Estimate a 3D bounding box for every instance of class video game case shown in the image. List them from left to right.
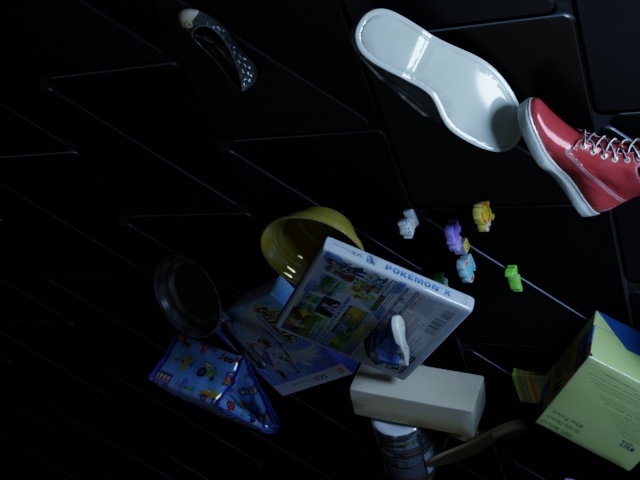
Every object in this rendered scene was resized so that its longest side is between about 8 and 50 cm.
[{"bbox_3d":[-0.086,0.220,2.088,0.244,0.061,0.269,-26,115,42],"label":"video game case"},{"bbox_3d":[0.094,0.142,1.819,0.300,0.036,0.329,23,144,-6],"label":"video game case"}]

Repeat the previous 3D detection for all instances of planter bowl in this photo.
[{"bbox_3d":[0.000,0.000,1.793,0.217,0.090,0.217,13,140,11],"label":"planter bowl"}]

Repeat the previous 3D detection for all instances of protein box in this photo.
[{"bbox_3d":[0.538,0.277,1.723,0.199,0.136,0.201,27,130,3],"label":"protein box"}]

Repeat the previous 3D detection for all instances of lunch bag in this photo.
[{"bbox_3d":[-0.236,0.375,2.254,0.221,0.138,0.293,15,152,32],"label":"lunch bag"}]

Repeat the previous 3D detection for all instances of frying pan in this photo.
[{"bbox_3d":[-0.236,0.137,2.038,0.326,0.053,0.197,17,119,30],"label":"frying pan"}]

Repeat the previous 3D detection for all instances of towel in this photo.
[{"bbox_3d":[0.507,0.299,1.874,0.237,0.021,0.102,1,137,27],"label":"towel"}]

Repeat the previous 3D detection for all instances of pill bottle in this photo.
[{"bbox_3d":[0.197,0.465,2.124,0.130,0.130,0.246,5,133,24],"label":"pill bottle"}]

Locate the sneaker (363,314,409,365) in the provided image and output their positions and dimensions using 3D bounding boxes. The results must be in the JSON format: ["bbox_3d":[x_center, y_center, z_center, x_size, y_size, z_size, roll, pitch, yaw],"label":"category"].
[{"bbox_3d":[0.121,0.193,1.792,0.084,0.058,0.152,-1,147,11],"label":"sneaker"}]

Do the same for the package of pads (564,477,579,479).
[{"bbox_3d":[0.582,0.558,2.080,0.083,0.032,0.050,7,136,23],"label":"package of pads"}]

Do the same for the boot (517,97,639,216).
[{"bbox_3d":[0.425,-0.148,1.423,0.176,0.088,0.244,-21,127,41],"label":"boot"}]

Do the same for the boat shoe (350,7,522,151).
[{"bbox_3d":[0.181,-0.252,1.468,0.319,0.116,0.099,33,-178,-15],"label":"boat shoe"}]

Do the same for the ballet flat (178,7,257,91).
[{"bbox_3d":[-0.175,-0.328,1.596,0.173,0.049,0.057,43,136,-16],"label":"ballet flat"}]

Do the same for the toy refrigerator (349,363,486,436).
[{"bbox_3d":[0.209,0.335,2.007,0.269,0.102,0.094,7,132,22],"label":"toy refrigerator"}]

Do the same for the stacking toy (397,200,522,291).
[{"bbox_3d":[0.256,0.024,1.711,0.167,0.052,0.221,-5,129,33],"label":"stacking toy"}]

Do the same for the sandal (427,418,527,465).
[{"bbox_3d":[0.335,0.420,2.057,0.240,0.079,0.088,-28,148,24],"label":"sandal"}]
